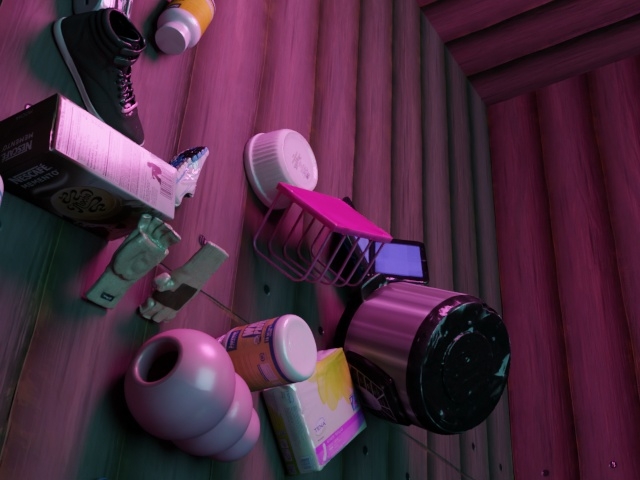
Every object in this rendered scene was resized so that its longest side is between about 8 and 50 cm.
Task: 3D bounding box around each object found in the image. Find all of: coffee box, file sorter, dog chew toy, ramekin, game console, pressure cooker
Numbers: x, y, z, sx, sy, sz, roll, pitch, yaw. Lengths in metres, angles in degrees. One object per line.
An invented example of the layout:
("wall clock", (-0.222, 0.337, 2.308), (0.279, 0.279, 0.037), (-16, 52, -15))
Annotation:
("coffee box", (-0.421, -0.120, 1.498), (0.297, 0.168, 0.118), (33, 48, -49))
("file sorter", (0.000, 0.000, 2.114), (0.202, 0.182, 0.291), (37, 14, 29))
("dog chew toy", (-0.224, 0.314, 1.596), (0.331, 0.207, 0.206), (56, 32, -43))
("ramekin", (-0.096, -0.192, 2.175), (0.207, 0.109, 0.207), (37, 44, -48))
("game console", (0.184, -0.005, 2.434), (0.250, 0.173, 0.293), (62, 13, -19))
("pressure cooker", (0.243, 0.300, 2.225), (0.376, 0.420, 0.369), (19, 85, -38))

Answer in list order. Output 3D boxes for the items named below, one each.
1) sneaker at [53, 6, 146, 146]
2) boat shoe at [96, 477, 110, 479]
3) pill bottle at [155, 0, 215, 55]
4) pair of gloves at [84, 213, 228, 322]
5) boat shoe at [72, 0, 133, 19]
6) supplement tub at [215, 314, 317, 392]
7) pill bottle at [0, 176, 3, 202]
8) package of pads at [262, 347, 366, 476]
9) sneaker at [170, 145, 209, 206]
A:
("sneaker", (-0.400, -0.326, 1.666), (0.295, 0.147, 0.104), (64, 28, -19))
("boat shoe", (-0.339, 0.491, 1.421), (0.066, 0.066, 0.183), (-12, 86, -62))
("pill bottle", (-0.319, -0.510, 1.951), (0.103, 0.103, 0.184), (55, 33, -30))
("pair of gloves", (-0.310, 0.060, 1.601), (0.240, 0.204, 0.042), (26, 17, -51))
("boat shoe", (-0.452, -0.590, 1.772), (0.119, 0.121, 0.335), (31, 60, -62))
("supplement tub", (-0.124, 0.247, 1.794), (0.144, 0.200, 0.144), (38, 44, -48))
("pill bottle", (-0.555, -0.034, 1.234), (0.146, 0.146, 0.264), (37, 44, -48))
("package of pads", (-0.009, 0.400, 2.021), (0.296, 0.101, 0.229), (-24, 96, -62))
("sneaker", (-0.298, -0.139, 1.844), (0.190, 0.071, 0.082), (-56, 131, -45))
